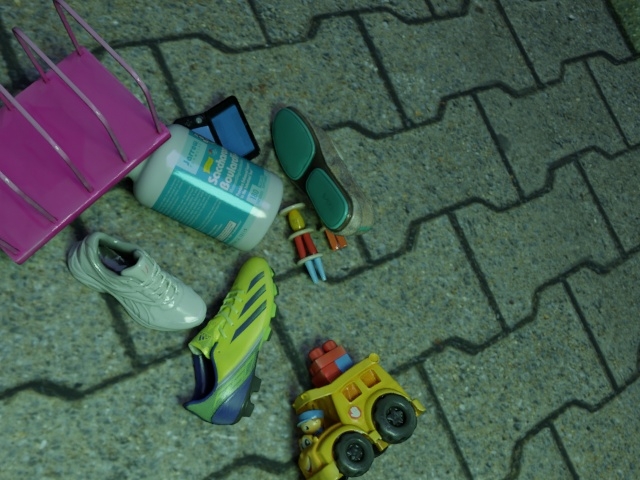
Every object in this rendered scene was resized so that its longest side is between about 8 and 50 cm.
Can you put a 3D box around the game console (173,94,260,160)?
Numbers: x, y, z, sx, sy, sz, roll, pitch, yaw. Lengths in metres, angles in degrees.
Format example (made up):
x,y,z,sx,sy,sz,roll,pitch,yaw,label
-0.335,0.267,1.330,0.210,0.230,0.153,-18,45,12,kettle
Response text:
x,y,z,sx,sy,sz,roll,pitch,yaw,label
-0.186,-0.183,1.180,0.107,0.071,0.122,-21,84,-34,game console

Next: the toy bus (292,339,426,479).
x,y,z,sx,sy,sz,roll,pitch,yaw,label
0.030,0.283,1.106,0.220,0.149,0.211,-29,76,-32,toy bus

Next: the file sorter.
x,y,z,sx,sy,sz,roll,pitch,yaw,label
-0.392,-0.153,0.904,0.202,0.182,0.290,44,76,7,file sorter

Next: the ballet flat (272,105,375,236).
x,y,z,sx,sy,sz,roll,pitch,yaw,label
0.006,-0.123,1.221,0.106,0.107,0.316,9,44,-42,ballet flat

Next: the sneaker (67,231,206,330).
x,y,z,sx,sy,sz,roll,pitch,yaw,label
-0.272,0.065,1.013,0.232,0.115,0.090,31,60,-18,sneaker

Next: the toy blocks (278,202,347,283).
x,y,z,sx,sy,sz,roll,pitch,yaw,label
0.000,0.000,1.233,0.123,0.054,0.148,-16,81,-33,toy blocks

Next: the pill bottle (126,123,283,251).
x,y,z,sx,sy,sz,roll,pitch,yaw,label
-0.205,-0.096,1.092,0.264,0.146,0.146,26,62,-20,pill bottle

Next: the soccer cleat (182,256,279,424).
x,y,z,sx,sy,sz,roll,pitch,yaw,label
-0.146,0.150,1.071,0.121,0.093,0.289,20,64,-21,soccer cleat
